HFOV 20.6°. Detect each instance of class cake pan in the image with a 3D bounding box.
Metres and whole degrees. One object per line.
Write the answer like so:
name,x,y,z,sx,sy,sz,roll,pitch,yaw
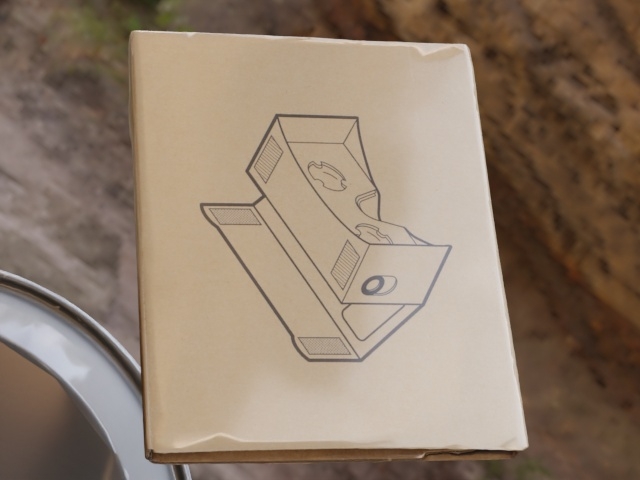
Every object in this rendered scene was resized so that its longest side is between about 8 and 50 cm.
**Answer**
cake pan,-0.214,0.158,0.941,0.293,0.293,0.054,36,8,2

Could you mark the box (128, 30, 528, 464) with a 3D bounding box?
box,0.000,0.000,0.778,0.164,0.201,0.021,1,-26,-13
